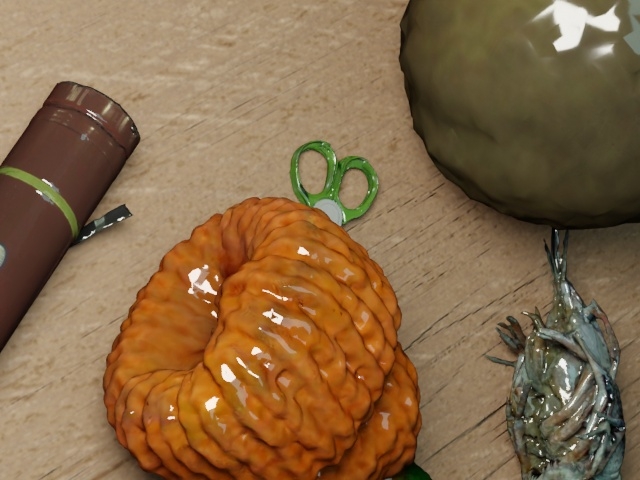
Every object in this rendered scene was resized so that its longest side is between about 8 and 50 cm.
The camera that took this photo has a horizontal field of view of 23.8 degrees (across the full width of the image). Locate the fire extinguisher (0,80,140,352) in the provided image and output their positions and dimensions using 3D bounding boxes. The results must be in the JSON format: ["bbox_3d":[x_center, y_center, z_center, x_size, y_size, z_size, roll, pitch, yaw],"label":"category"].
[{"bbox_3d":[-0.278,0.022,1.369,0.141,0.105,0.341,38,64,-18],"label":"fire extinguisher"}]

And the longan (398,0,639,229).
[{"bbox_3d":[0.296,-0.215,1.558,0.436,0.404,0.404,-39,102,-30],"label":"longan"}]

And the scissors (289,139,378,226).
[{"bbox_3d":[0.000,0.000,1.573,0.101,0.027,0.204,20,72,-23],"label":"scissors"}]

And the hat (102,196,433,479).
[{"bbox_3d":[0.013,0.164,1.428,0.400,0.285,0.285,39,66,-23],"label":"hat"}]

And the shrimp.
[{"bbox_3d":[0.270,0.167,1.621,0.137,0.172,0.372,-16,98,-25],"label":"shrimp"}]
